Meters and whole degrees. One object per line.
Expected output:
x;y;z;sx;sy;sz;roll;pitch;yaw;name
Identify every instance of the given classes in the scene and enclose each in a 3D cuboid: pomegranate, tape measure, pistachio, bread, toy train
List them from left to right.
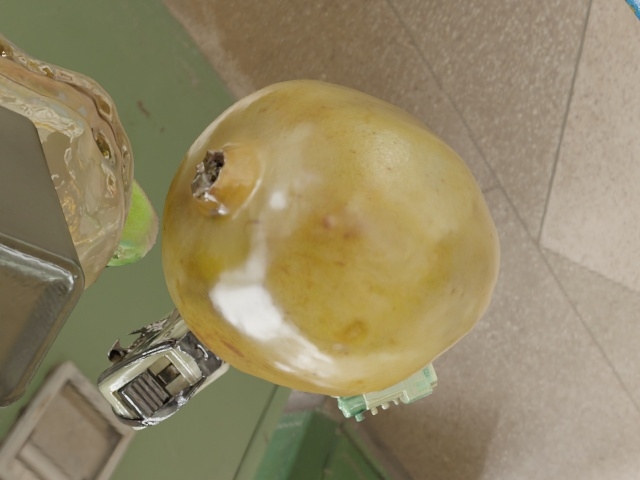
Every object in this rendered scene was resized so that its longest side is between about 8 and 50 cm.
-0.426;-0.081;1.046;0.445;0.281;0.365;6;111;4;pistachio
-0.384;-0.076;1.462;0.301;0.301;0.045;33;118;-8;bread
-0.257;0.199;1.502;0.231;0.271;0.133;-38;101;3;tape measure
0.004;0.002;0.663;0.233;0.233;0.233;12;133;13;pomegranate
0.101;0.234;1.626;0.081;0.194;0.125;144;106;-78;toy train

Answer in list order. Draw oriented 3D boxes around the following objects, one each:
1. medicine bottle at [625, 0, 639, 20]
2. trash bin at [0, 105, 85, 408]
0.392;-0.233;1.042;0.051;0.051;0.191;-27;119;38;medicine bottle
-0.257;-0.018;0.592;0.164;0.240;0.122;26;102;-33;trash bin
